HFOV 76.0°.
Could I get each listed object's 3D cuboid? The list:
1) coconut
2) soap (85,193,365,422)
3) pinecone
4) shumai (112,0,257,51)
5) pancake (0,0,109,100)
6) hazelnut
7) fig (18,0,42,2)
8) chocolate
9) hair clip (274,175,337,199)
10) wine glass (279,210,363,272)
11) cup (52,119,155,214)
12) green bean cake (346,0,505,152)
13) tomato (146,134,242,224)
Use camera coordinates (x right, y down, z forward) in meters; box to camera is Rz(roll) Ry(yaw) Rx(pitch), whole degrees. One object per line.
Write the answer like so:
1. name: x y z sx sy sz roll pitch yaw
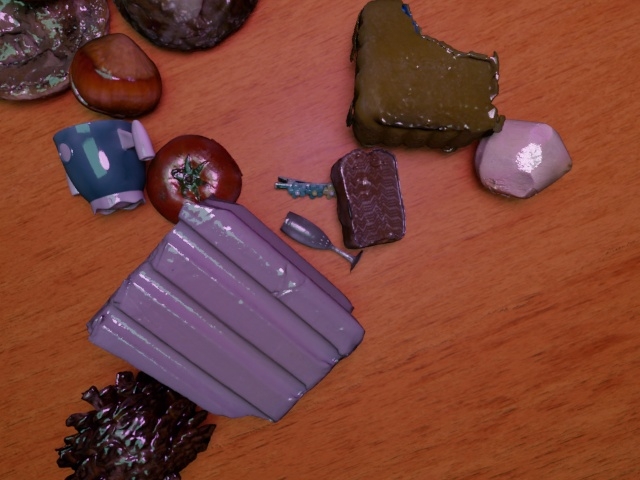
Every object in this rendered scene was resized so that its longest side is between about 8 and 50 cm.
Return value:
1. coconut: 0.433 -0.169 0.875 0.183 0.171 0.170 28 97 40
2. soap: -0.175 0.151 0.867 0.435 0.213 0.350 40 96 -13
3. pinecone: -0.412 0.431 0.911 0.298 0.242 0.296 -42 93 -17
4. shumai: -0.285 -0.605 0.754 0.395 0.348 0.395 0 94 -6
5. pancake: -0.655 -0.491 0.898 0.387 0.082 0.386 0 90 -5
6. hazelnut: -0.436 -0.351 0.879 0.182 0.182 0.182 0 96 0
7. fig: -0.560 -0.630 0.803 0.217 0.217 0.320 2 58 0
8. chocolate: 0.102 -0.093 0.920 0.148 0.093 0.214 -10 92 -25
9. hair clip: -0.021 -0.120 0.960 0.173 0.049 0.049 4 96 -2
10. wine glass: 0.000 0.000 0.958 0.198 0.066 0.066 30 95 -3
11. cup: -0.459 -0.151 0.890 0.300 0.167 0.173 -15 94 33
12. green bean cake: 0.213 -0.335 0.870 0.310 0.202 0.285 6 84 -2
13. tomato: -0.296 -0.137 0.937 0.225 0.085 0.224 0 93 1
